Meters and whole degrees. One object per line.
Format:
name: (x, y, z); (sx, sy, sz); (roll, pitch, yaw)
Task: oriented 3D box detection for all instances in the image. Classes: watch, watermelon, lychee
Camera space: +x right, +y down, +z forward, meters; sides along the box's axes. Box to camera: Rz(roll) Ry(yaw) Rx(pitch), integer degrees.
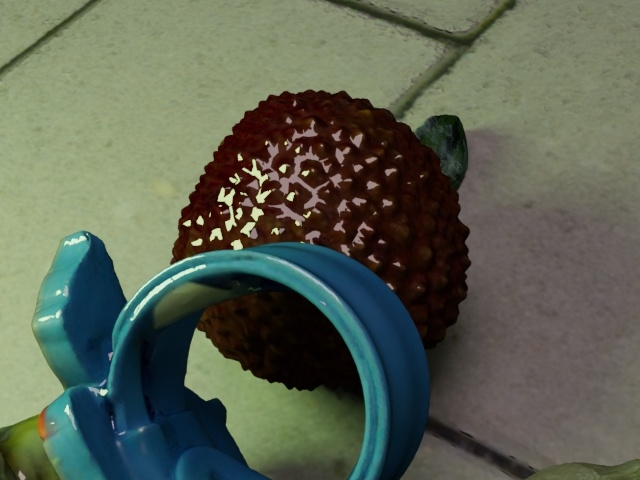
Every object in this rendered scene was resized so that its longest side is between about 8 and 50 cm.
watch: (-0.070, 0.098, 1.080); (0.274, 0.305, 0.241); (-27, -3, 20)
watermelon: (0.118, -0.094, 1.479); (0.155, 0.101, 0.080); (-31, 36, -33)
lychee: (0.000, 0.000, 1.271); (0.275, 0.276, 0.304); (-32, 56, -21)

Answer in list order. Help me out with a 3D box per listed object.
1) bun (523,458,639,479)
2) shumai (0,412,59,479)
bun: (0.232, 0.254, 1.076); (0.221, 0.108, 0.221); (-5, 45, 5)
shumai: (-0.280, 0.264, 1.129); (0.263, 0.304, 0.309); (11, 21, -41)
